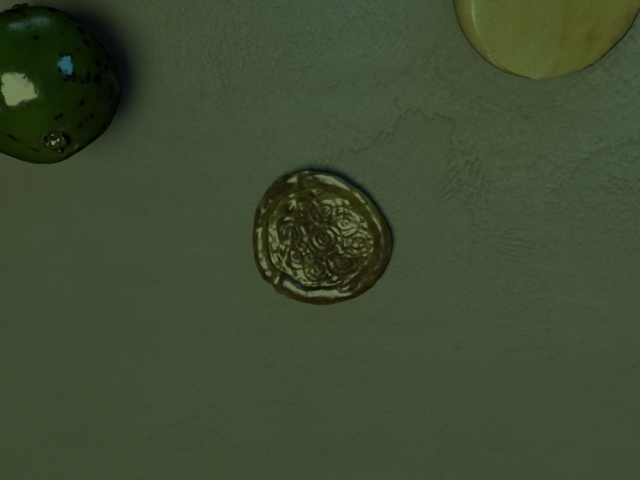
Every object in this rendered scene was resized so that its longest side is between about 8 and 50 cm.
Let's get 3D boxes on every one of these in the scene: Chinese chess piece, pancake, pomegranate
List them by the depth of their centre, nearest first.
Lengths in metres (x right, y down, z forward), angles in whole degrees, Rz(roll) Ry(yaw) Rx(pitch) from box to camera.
[{"bbox_3d":[0.293,-0.335,1.070,0.250,0.097,0.251,-4,123,-6],"label":"Chinese chess piece"},{"bbox_3d":[-0.448,-0.255,1.294,0.254,0.254,0.270,-34,75,27],"label":"pomegranate"},{"bbox_3d":[0.000,0.000,1.390,0.250,0.031,0.250,6,115,13],"label":"pancake"}]
